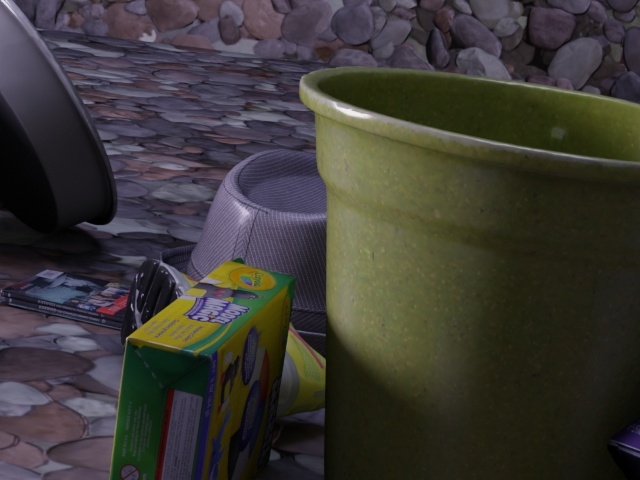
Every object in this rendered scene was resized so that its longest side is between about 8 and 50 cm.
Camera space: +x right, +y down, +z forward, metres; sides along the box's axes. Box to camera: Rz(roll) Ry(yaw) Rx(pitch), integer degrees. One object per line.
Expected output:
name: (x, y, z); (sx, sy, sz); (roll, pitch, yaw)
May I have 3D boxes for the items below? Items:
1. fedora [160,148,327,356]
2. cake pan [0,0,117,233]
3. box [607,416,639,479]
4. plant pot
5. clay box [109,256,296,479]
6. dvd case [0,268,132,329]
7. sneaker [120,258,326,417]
fedora: (0.000, 0.000, 1.390); (0.244, 0.124, 0.275); (26, 21, 38)
cake pan: (-0.292, -0.124, 1.512); (0.054, 0.293, 0.293); (-37, 34, -22)
box: (0.277, 0.095, 0.868); (0.207, 0.108, 0.153); (-35, 2, -6)
plant pot: (0.106, 0.045, 1.007); (0.276, 0.254, 0.276); (8, 14, -2)
clay box: (-0.063, 0.092, 0.979); (0.053, 0.127, 0.222); (12, 14, 11)
dvd case: (-0.185, 0.047, 1.345); (0.119, 0.013, 0.087); (12, 14, 12)
sneaker: (-0.065, 0.076, 1.183); (0.094, 0.081, 0.208); (6, 18, -40)
